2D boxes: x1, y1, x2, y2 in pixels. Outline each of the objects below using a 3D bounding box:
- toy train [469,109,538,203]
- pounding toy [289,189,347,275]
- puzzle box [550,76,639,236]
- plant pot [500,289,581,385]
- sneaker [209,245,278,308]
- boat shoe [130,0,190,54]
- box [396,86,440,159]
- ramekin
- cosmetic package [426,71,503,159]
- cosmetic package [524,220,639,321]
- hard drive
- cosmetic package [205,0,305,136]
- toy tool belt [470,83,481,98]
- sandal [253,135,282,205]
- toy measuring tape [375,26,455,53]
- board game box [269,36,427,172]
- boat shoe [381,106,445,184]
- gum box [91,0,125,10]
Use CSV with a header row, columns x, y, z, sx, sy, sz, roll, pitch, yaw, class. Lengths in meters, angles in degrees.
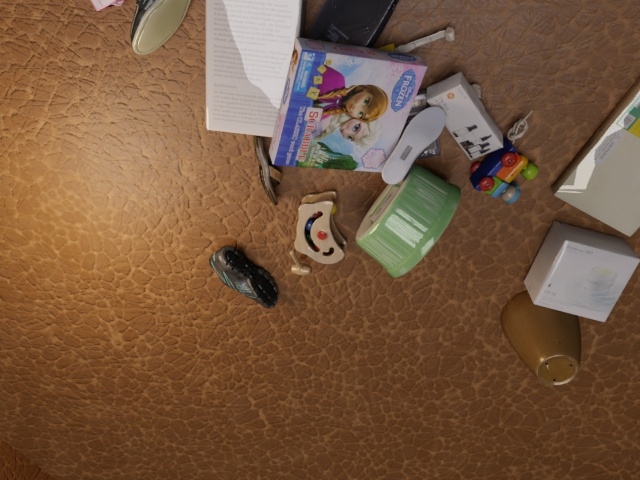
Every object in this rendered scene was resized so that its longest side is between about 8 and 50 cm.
x,y,z,sx,sy,sz,roll,pitch,yaw,class
0.537,-0.218,1.641,0.143,0.105,0.248,27,119,-22,toy train
0.000,0.000,1.779,0.154,0.155,0.269,11,120,5,pounding toy
0.860,-0.230,1.625,0.272,0.052,0.409,27,119,-10,puzzle box
0.688,0.311,1.837,0.237,0.254,0.237,3,121,5,plant pot
-0.242,0.120,1.923,0.106,0.101,0.267,-22,118,42,sneaker
-0.394,-0.623,1.488,0.113,0.127,0.340,48,125,12,boat shoe
0.199,-0.300,1.644,0.231,0.056,0.183,-10,118,11,box
0.228,-0.064,1.646,0.148,0.303,0.303,35,117,-6,ramekin
0.378,-0.317,1.569,0.099,0.060,0.239,-22,132,33,cosmetic package
0.756,0.090,1.766,0.224,0.138,0.225,14,116,-2,cosmetic package
0.083,-0.543,1.469,0.172,0.054,0.255,46,116,24,hard drive
-0.158,-0.501,1.502,0.230,0.161,0.453,7,121,1,cosmetic package
0.375,-0.385,1.581,0.083,0.052,0.051,15,159,-10,toy tool belt
-0.144,-0.202,1.732,0.060,0.090,0.219,-16,112,-11,sandal
0.187,-0.433,1.531,0.330,0.121,0.121,-15,117,14,toy measuring tape
0.060,-0.318,1.486,0.318,0.066,0.319,1,133,-20,board game box
0.237,-0.242,1.551,0.080,0.076,0.228,32,102,-1,boat shoe
-0.550,-0.662,1.478,0.062,0.107,0.188,-20,116,16,gum box
